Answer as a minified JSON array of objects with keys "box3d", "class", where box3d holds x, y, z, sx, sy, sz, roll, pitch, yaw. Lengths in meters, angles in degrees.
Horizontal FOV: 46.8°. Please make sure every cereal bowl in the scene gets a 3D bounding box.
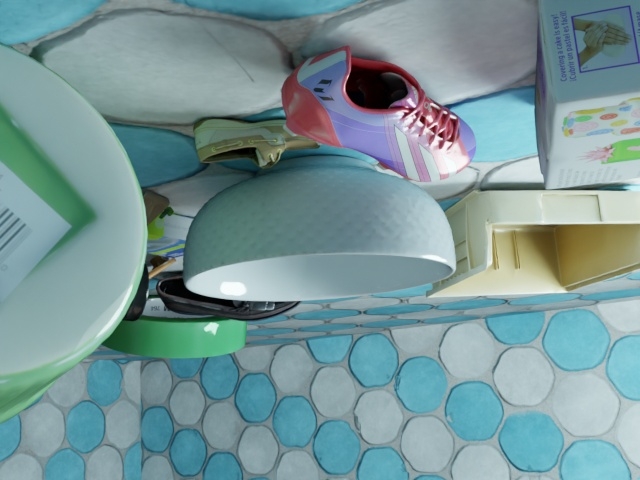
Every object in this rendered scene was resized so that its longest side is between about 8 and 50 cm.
[{"box3d":[-0.004,-0.015,0.930,0.339,0.141,0.339,-3,166,-1],"class":"cereal bowl"}]

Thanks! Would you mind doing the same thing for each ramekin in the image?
[{"box3d":[-0.282,-0.008,0.557,0.303,0.303,0.148,9,155,-43],"class":"ramekin"}]

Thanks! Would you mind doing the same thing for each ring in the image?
[{"box3d":[-0.405,0.115,1.307,0.336,0.032,0.336,-33,-176,2],"class":"ring"}]

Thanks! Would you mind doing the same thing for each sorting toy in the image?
[{"box3d":[-0.231,-0.036,0.995,0.062,0.012,0.083,-47,158,6],"class":"sorting toy"}]

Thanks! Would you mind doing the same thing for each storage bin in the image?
[{"box3d":[0.328,0.006,1.156,0.262,0.123,0.260,0,167,-12],"class":"storage bin"}]

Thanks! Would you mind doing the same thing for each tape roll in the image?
[{"box3d":[-0.322,0.182,1.622,0.321,0.077,0.321,4,-175,0],"class":"tape roll"}]

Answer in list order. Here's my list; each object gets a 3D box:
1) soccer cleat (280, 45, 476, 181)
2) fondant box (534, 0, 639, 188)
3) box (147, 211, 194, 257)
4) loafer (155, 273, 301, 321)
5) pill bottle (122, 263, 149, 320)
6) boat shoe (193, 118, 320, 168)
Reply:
[{"box3d":[0.076,-0.112,0.678,0.248,0.083,0.095,11,156,-39],"class":"soccer cleat"},{"box3d":[0.351,-0.135,0.609,0.330,0.096,0.238,-8,167,14],"class":"fondant box"},{"box3d":[-0.240,-0.010,1.108,0.109,0.042,0.178,-13,163,37],"class":"box"},{"box3d":[-0.185,0.105,1.495,0.302,0.109,0.095,-3,163,8],"class":"loafer"},{"box3d":[-0.369,0.061,1.074,0.219,0.123,0.123,9,162,-32],"class":"pill bottle"},{"box3d":[-0.062,-0.097,0.764,0.135,0.045,0.050,-1,167,-10],"class":"boat shoe"}]
